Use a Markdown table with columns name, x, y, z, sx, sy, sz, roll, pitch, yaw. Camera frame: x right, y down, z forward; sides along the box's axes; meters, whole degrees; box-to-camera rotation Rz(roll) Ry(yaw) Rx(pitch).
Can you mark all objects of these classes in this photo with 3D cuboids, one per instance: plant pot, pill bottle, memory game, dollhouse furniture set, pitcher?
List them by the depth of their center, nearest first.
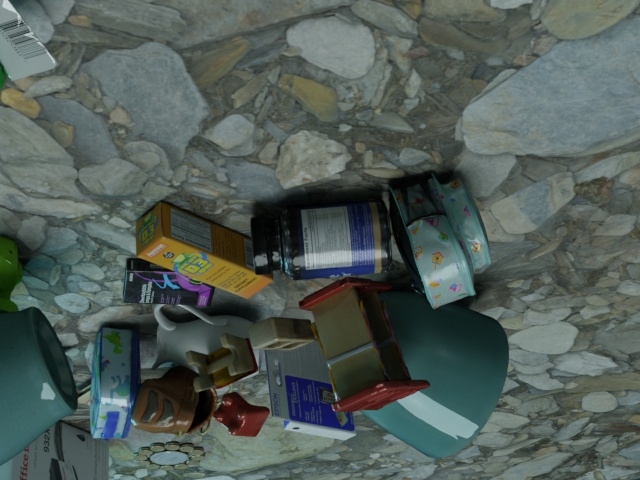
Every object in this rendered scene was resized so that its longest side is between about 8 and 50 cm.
| name | x | y | z | sx | sy | sz | roll | pitch | yaw |
| --- | --- | --- | --- | --- | --- | --- | --- | --- | --- |
| plant pot | -0.531 | 0.233 | 1.459 | 0.255 | 0.272 | 0.272 | -22 | 148 | -7 |
| pill bottle | 0.000 | 0.000 | 1.499 | 0.219 | 0.123 | 0.123 | -5 | 147 | -2 |
| dollhouse furniture set | -0.030 | 0.225 | 1.611 | 0.374 | 0.201 | 0.152 | -27 | 159 | 27 |
| plant pot | 0.168 | 0.229 | 1.748 | 0.235 | 0.293 | 0.293 | 27 | 137 | -20 |
| pitcher | -0.214 | 0.183 | 1.765 | 0.207 | 0.125 | 0.178 | 6 | 132 | 1 |
| memory game | -0.389 | 0.556 | 2.397 | 0.186 | 0.012 | 0.186 | -4 | 148 | -2 |

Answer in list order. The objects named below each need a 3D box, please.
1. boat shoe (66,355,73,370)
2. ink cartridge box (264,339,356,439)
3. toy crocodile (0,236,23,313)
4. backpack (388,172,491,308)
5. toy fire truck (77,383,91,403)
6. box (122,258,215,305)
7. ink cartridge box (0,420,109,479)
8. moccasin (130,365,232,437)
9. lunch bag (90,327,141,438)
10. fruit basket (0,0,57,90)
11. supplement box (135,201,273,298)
| name | x | y | z | sx | sy | sz | roll | pitch | yaw |
| --- | --- | --- | --- | --- | --- | --- | --- | --- | --- |
| boat shoe | -0.649 | 0.295 | 1.861 | 0.324 | 0.117 | 0.097 | -25 | 139 | 20 |
| ink cartridge box | -0.033 | 0.285 | 1.860 | 0.208 | 0.206 | 0.045 | 20 | 136 | -33 |
| toy crocodile | -0.590 | 0.115 | 1.588 | 0.105 | 0.115 | 0.340 | 19 | 138 | -31 |
| backpack | 0.193 | 0.006 | 1.478 | 0.144 | 0.188 | 0.166 | -12 | 146 | 9 |
| toy fire truck | -0.488 | 0.324 | 1.989 | 0.135 | 0.047 | 0.192 | -12 | 148 | 10 |
| box | -0.268 | 0.076 | 1.658 | 0.162 | 0.029 | 0.116 | 4 | 146 | -12 |
| ink cartridge box | -0.632 | 0.535 | 2.127 | 0.129 | 0.223 | 0.307 | -22 | 144 | 22 |
| moccasin | -0.261 | 0.320 | 1.839 | 0.147 | 0.139 | 0.380 | 17 | 170 | 3 |
| lunch bag | -0.403 | 0.285 | 1.824 | 0.090 | 0.176 | 0.219 | 4 | 145 | -16 |
| fruit basket | -0.514 | -0.273 | 1.002 | 0.327 | 0.165 | 0.353 | -17 | 130 | 16 |
| supplement box | -0.190 | 0.019 | 1.539 | 0.233 | 0.080 | 0.078 | 25 | 134 | -36 |
